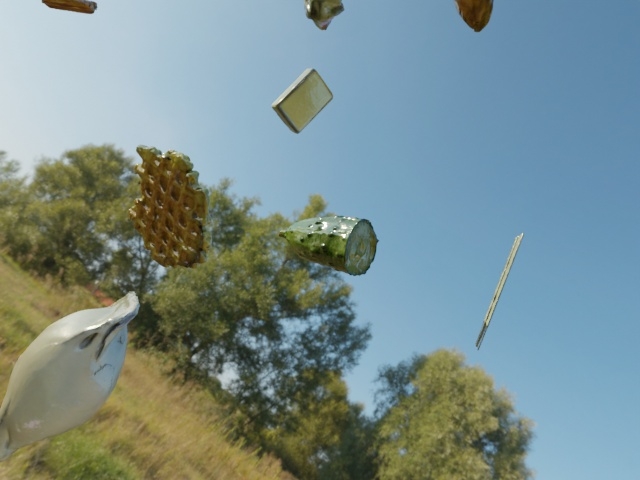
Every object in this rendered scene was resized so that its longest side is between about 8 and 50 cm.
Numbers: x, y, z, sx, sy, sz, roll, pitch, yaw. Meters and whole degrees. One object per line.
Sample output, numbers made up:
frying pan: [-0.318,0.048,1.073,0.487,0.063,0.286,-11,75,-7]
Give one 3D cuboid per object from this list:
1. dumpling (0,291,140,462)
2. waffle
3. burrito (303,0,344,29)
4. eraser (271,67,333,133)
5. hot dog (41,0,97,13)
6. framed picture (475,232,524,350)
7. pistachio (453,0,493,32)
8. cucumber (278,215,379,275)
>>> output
dumpling: [-0.496,0.248,0.831,0.181,0.340,0.260,16,9,-22]
waffle: [-0.361,-0.069,0.981,0.282,0.058,0.300,14,-67,30]
burrito: [0.022,-0.508,0.659,0.096,0.066,0.309,-138,-126,-63]
eraser: [-0.056,-0.431,1.284,0.117,0.172,0.058,47,-7,-36]
hot dog: [-0.600,-0.570,0.989,0.049,0.122,0.036,-146,-124,-67]
framed picture: [0.424,0.135,1.002,0.019,0.232,0.296,21,-17,24]
pistachio: [0.296,-0.498,0.827,0.049,0.172,0.089,3,-12,-19]
cucumber: [0.002,0.002,0.971,0.245,0.134,0.134,12,-36,34]
